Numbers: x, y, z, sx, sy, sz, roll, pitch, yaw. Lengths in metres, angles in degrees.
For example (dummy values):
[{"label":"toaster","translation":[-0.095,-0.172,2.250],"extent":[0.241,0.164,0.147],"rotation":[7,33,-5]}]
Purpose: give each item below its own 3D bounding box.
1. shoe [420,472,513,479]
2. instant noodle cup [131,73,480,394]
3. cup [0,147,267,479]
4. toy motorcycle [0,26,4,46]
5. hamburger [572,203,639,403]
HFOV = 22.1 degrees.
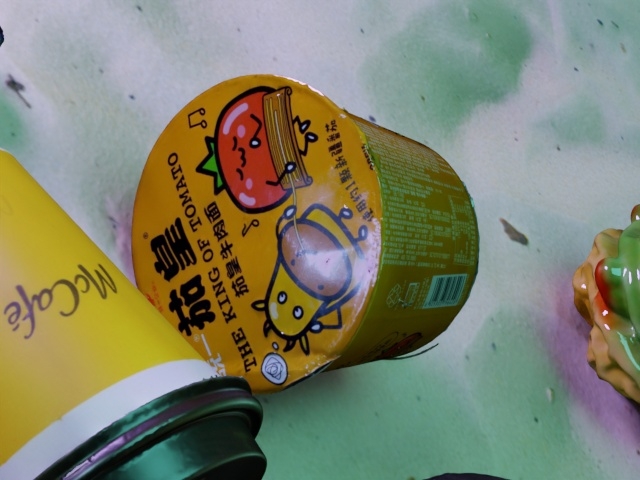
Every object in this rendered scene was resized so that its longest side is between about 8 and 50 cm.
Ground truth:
[{"label":"shoe","translation":[0.155,0.286,0.996],"extent":[0.384,0.237,0.171],"rotation":[33,39,-18]},{"label":"instant noodle cup","translation":[0.000,0.000,1.148],"extent":[0.172,0.216,0.216],"rotation":[5,53,-54]},{"label":"cup","translation":[-0.168,0.073,0.926],"extent":[0.196,0.196,0.280],"rotation":[-15,61,-50]},{"label":"toy motorcycle","translation":[-0.309,-0.196,1.110],"extent":[0.213,0.082,0.122],"rotation":[46,35,0]},{"label":"hamburger","translation":[0.313,0.073,1.433],"extent":[0.237,0.149,0.237],"rotation":[32,41,-33]}]
